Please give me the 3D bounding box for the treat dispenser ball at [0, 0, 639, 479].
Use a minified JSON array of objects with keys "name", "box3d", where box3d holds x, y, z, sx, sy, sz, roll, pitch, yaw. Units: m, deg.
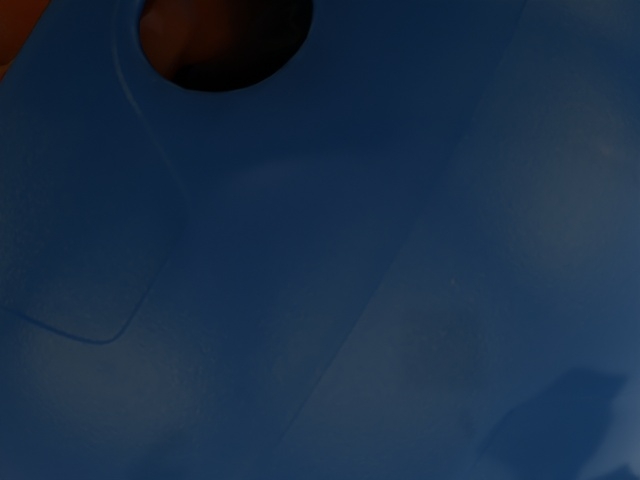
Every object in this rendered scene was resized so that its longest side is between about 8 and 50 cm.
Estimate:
[{"name":"treat dispenser ball","box3d":[0.000,0.000,0.476,0.288,0.288,0.288,-10,156,-5]}]
